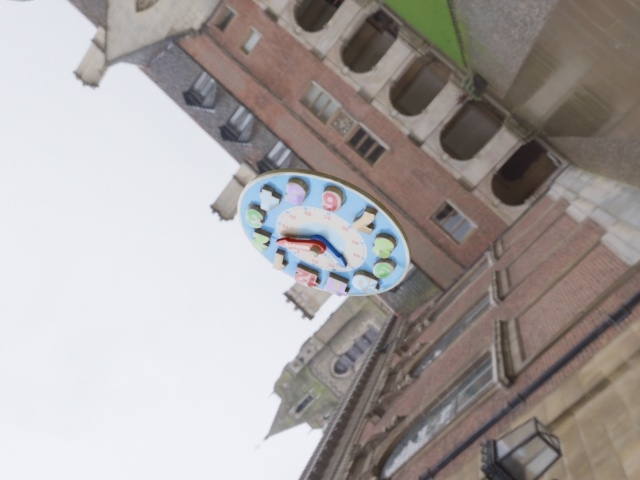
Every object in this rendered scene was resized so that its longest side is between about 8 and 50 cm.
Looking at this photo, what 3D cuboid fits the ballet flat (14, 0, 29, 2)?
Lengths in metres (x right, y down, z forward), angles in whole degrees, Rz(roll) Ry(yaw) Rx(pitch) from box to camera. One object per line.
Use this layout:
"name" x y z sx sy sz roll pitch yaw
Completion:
"ballet flat" -0.017 -0.180 0.163 0.123 0.349 0.123 39 -138 -48

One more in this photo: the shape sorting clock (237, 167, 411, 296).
"shape sorting clock" 0.000 0.000 0.624 0.206 0.206 0.040 35 -123 -17
